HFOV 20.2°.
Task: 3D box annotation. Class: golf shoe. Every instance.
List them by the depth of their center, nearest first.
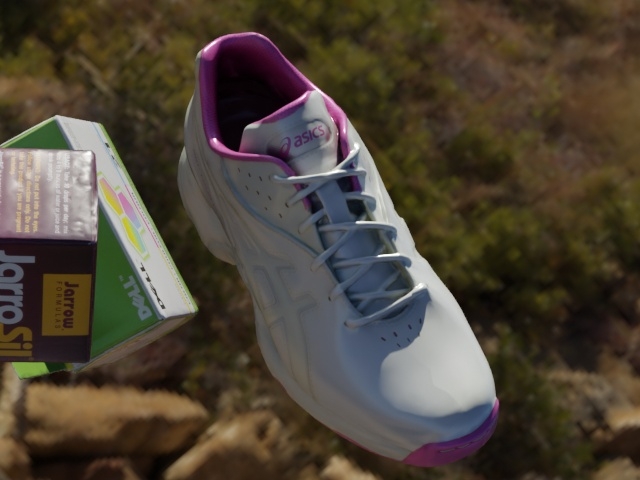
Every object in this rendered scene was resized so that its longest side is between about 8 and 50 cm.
[{"bbox_3d":[0.000,0.000,1.063,0.115,0.140,0.306,-27,56,-19],"label":"golf shoe"}]

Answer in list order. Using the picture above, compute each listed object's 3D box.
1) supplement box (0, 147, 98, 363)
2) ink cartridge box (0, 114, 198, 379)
[{"bbox_3d":[-0.223,0.008,1.030,0.188,0.104,0.081,1,43,-9],"label":"supplement box"},{"bbox_3d":[-0.202,0.003,1.404,0.189,0.097,0.255,62,7,3],"label":"ink cartridge box"}]
